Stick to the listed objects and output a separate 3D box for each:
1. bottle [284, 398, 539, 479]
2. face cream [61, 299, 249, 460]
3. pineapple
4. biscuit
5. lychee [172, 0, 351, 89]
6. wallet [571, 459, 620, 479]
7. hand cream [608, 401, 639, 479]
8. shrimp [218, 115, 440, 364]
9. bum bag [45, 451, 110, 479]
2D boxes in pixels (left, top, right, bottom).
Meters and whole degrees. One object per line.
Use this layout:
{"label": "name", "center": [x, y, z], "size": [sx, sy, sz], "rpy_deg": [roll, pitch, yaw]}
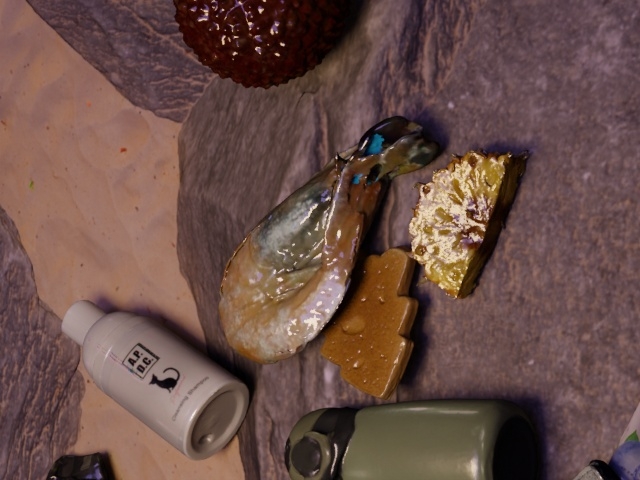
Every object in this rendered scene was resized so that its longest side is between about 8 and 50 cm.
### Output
{"label": "bottle", "center": [0.112, 0.298, 1.602], "size": [0.347, 0.168, 0.169], "rpy_deg": [-5, 85, 35]}
{"label": "face cream", "center": [-0.294, 0.196, 1.876], "size": [0.369, 0.145, 0.145], "rpy_deg": [29, 103, 29]}
{"label": "pineapple", "center": [0.184, -0.044, 1.625], "size": [0.135, 0.079, 0.233], "rpy_deg": [32, 104, 32]}
{"label": "biscuit", "center": [0.070, 0.122, 1.688], "size": [0.212, 0.041, 0.239], "rpy_deg": [-32, 56, 29]}
{"label": "lychee", "center": [-0.086, -0.361, 1.723], "size": [0.264, 0.300, 0.264], "rpy_deg": [10, 133, 11]}
{"label": "wallet", "center": [0.340, 0.397, 1.492], "size": [0.167, 0.036, 0.222], "rpy_deg": [55, 132, 23]}
{"label": "hand cream", "center": [0.408, 0.272, 1.486], "size": [0.084, 0.053, 0.142], "rpy_deg": [36, 96, 29]}
{"label": "shrimp", "center": [0.000, 0.000, 1.708], "size": [0.446, 0.110, 0.221], "rpy_deg": [-50, 47, 18]}
{"label": "bum bag", "center": [-0.361, 0.498, 1.936], "size": [0.144, 0.095, 0.340], "rpy_deg": [-42, 59, 25]}
